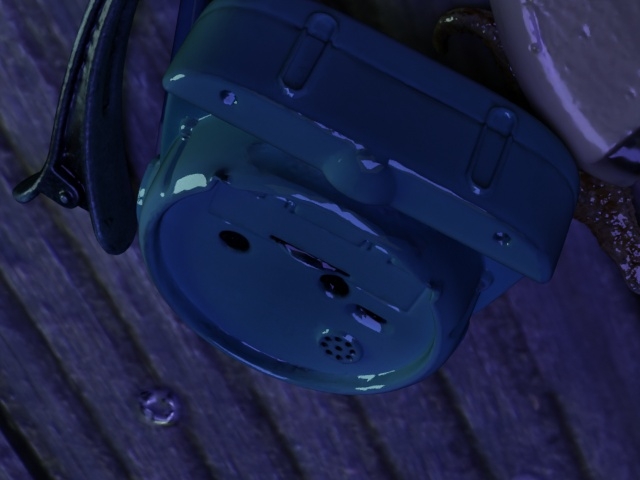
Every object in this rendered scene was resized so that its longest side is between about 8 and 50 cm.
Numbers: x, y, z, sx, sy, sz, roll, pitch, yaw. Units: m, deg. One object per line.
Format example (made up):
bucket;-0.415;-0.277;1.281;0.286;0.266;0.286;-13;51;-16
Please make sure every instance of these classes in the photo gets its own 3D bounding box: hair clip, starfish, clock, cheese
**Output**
hair clip;-0.115;-0.113;0.742;0.083;0.048;0.275;31;128;11
starfish;0.133;-0.043;0.741;0.150;0.053;0.209;-28;114;32
clock;0.000;0.000;0.739;0.224;0.094;0.274;27;142;-1
cheese;0.120;-0.153;0.665;0.127;0.054;0.251;-40;98;6

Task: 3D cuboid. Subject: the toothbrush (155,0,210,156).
toothbrush;-0.066;-0.158;0.733;0.019;0.025;0.275;19;127;7
